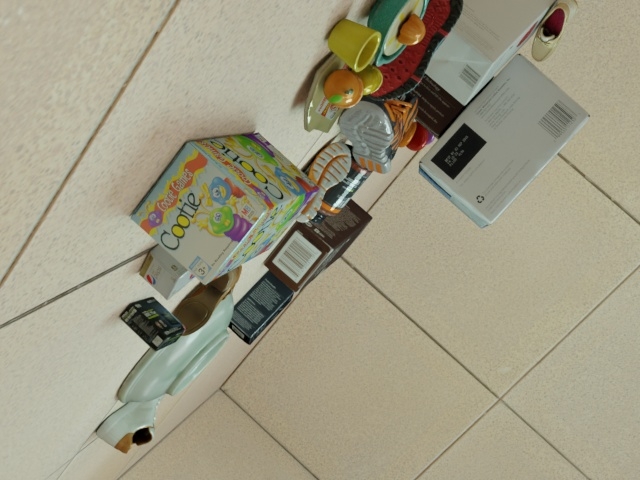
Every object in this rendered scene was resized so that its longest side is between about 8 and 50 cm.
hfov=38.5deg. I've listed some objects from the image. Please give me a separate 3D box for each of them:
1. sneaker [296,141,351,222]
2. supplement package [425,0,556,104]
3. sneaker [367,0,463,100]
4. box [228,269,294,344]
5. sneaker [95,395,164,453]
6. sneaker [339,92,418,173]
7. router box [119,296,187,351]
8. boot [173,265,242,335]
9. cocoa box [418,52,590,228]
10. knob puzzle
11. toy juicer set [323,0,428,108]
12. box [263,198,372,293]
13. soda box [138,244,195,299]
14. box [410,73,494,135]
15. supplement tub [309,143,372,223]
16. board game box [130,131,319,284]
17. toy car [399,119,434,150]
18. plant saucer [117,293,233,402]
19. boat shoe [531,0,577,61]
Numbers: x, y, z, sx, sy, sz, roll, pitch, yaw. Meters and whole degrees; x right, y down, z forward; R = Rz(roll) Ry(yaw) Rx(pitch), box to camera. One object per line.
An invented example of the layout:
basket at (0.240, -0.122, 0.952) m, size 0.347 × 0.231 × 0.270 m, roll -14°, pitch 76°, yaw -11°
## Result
sneaker at (-0.013, -0.138, 2.068) m, size 0.215 × 0.084 × 0.083 m, roll -52°, pitch -156°, yaw -13°
supplement package at (0.367, -0.480, 2.030) m, size 0.293 × 0.175 × 0.177 m, roll -46°, pitch 173°, yaw -25°
sneaker at (0.188, -0.373, 1.785) m, size 0.262 × 0.104 × 0.125 m, roll -49°, pitch 176°, yaw 9°
box at (-0.190, 0.211, 2.867) m, size 0.207 × 0.108 × 0.153 m, roll -47°, pitch 174°, yaw -16°
sneaker at (-0.487, 0.492, 2.488) m, size 0.106 × 0.123 × 0.290 m, roll -53°, pitch 174°, yaw 26°
sneaker at (0.135, -0.286, 2.022) m, size 0.180 × 0.125 × 0.321 m, roll -64°, pitch 170°, yaw -13°
router box at (-0.306, 0.152, 1.684) m, size 0.038 × 0.092 × 0.122 m, roll -49°, pitch 175°, yaw 8°
boot at (-0.250, 0.131, 2.085) m, size 0.197 × 0.073 × 0.152 m, roll -46°, pitch 179°, yaw 10°
cocoa box at (0.431, -0.230, 2.207) m, size 0.347 × 0.231 × 0.228 m, roll -48°, pitch 175°, yaw 1°
knob puzzle at (0.020, -0.272, 1.554) m, size 0.213 × 0.030 × 0.213 m, roll -50°, pitch 165°, yaw -18°
toy juicer set at (0.124, -0.331, 1.517) m, size 0.329 × 0.090 × 0.209 m, roll -47°, pitch 163°, yaw -33°
box at (0.000, 0.000, 2.736) m, size 0.191 × 0.143 × 0.381 m, roll -51°, pitch 175°, yaw 26°
soda box at (-0.207, 0.006, 1.557) m, size 0.216 × 0.069 × 0.074 m, roll -44°, pitch 172°, yaw -43°
box at (0.296, -0.376, 2.242) m, size 0.203 × 0.167 × 0.168 m, roll -49°, pitch 174°, yaw 7°
supplement tub at (0.032, -0.133, 2.228) m, size 0.198 × 0.106 × 0.106 m, roll -49°, pitch 174°, yaw 21°
board game box at (-0.129, -0.056, 1.344) m, size 0.144 × 0.142 × 0.275 m, roll -50°, pitch 174°, yaw 17°
toy car at (0.250, -0.311, 2.494) m, size 0.182 × 0.136 × 0.159 m, roll -41°, pitch 171°, yaw -51°
plant saucer at (-0.336, 0.283, 2.315) m, size 0.400 × 0.100 × 0.400 m, roll -48°, pitch 175°, yaw -6°
boat shoe at (0.506, -0.462, 2.026) m, size 0.059 × 0.063 × 0.170 m, roll -41°, pitch 160°, yaw -40°
